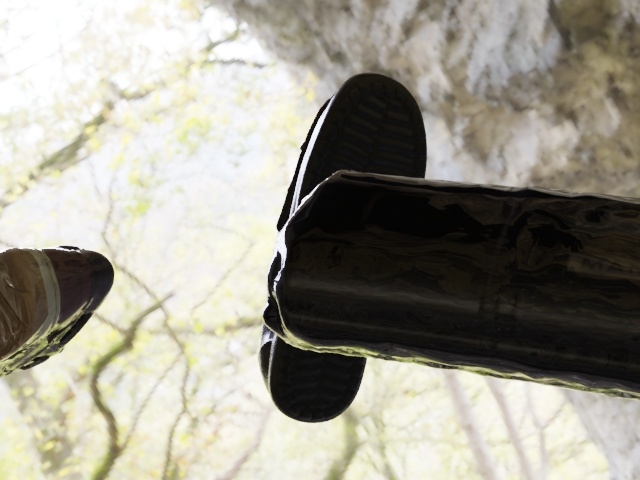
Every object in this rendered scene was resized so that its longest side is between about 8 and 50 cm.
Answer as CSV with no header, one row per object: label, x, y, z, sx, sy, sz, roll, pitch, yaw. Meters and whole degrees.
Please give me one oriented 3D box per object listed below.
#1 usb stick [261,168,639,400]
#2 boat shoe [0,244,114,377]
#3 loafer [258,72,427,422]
usb stick,0.117,0.019,0.355,0.278,0.045,0.077,7,38,20
boat shoe,-0.259,0.067,1.016,0.092,0.103,0.285,-7,-13,-33
loafer,0.000,0.000,0.741,0.078,0.080,0.220,9,81,64
